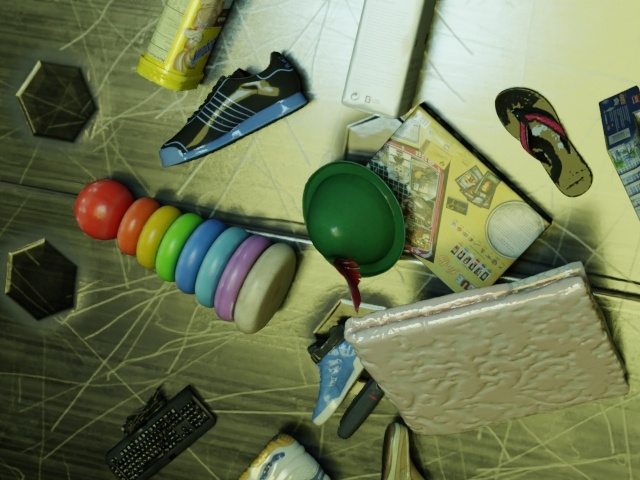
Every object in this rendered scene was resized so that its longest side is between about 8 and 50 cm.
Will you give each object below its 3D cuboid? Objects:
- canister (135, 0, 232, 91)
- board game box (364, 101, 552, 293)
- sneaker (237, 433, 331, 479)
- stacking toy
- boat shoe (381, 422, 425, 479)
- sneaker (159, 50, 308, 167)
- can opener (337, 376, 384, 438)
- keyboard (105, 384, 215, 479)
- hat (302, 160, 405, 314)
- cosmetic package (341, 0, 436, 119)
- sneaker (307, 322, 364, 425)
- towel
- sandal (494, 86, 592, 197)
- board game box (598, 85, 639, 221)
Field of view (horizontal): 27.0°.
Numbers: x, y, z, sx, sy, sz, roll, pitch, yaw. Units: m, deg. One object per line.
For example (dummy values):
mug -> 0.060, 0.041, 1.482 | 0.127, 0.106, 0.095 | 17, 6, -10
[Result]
canister -> -0.179, -0.299, 1.844 | 0.073, 0.126, 0.170 | 27, 104, 7
board game box -> 0.175, -0.049, 1.850 | 0.243, 0.042, 0.165 | 43, 107, 2
sneaker -> -0.104, 0.429, 1.977 | 0.131, 0.112, 0.296 | 41, 108, 3
stacking toy -> -0.206, 0.003, 1.913 | 0.330, 0.141, 0.141 | 27, 106, 12
boat shoe -> 0.124, 0.352, 1.938 | 0.072, 0.068, 0.190 | 2, 112, 1
sneaker -> -0.134, -0.183, 1.883 | 0.232, 0.081, 0.090 | -25, 92, 10
can opener -> 0.081, 0.214, 1.917 | 0.073, 0.059, 0.186 | 40, 107, 3
keyboard -> -0.257, 0.297, 2.027 | 0.192, 0.038, 0.100 | -41, 89, 17
hat -> 0.000, 0.000, 1.790 | 0.208, 0.183, 0.173 | -15, 101, 45
cosmetic package -> 0.100, -0.287, 1.784 | 0.085, 0.117, 0.231 | 17, 106, 9
sneaker -> 0.011, 0.189, 1.930 | 0.084, 0.058, 0.152 | 34, 109, 7
towel -> 0.226, 0.153, 1.763 | 0.316, 0.332, 0.053 | -15, 55, 14
sandal -> 0.304, -0.135, 1.803 | 0.067, 0.040, 0.179 | -39, 90, 18
board game box -> 0.429, -0.078, 1.729 | 0.060, 0.194, 0.194 | -24, 109, 18
